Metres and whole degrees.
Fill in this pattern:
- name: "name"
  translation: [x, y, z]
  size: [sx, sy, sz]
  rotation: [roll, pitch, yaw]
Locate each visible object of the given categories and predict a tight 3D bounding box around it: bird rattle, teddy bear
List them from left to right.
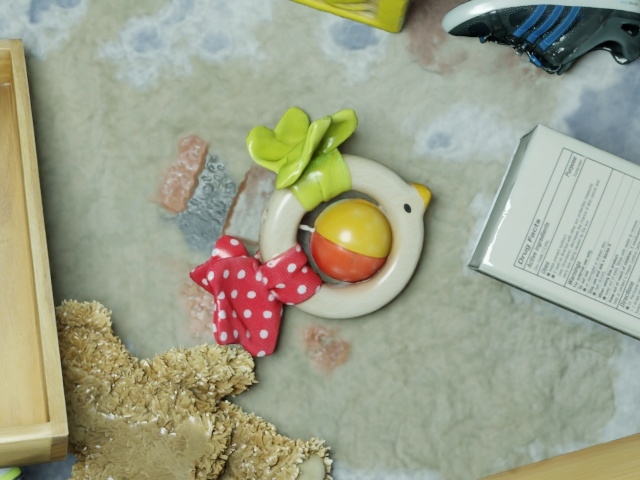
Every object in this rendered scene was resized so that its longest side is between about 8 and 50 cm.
- name: "teddy bear"
  translation: [-0.152, 0.201, 1.147]
  size: [0.337, 0.113, 0.245]
  rotation: [16, 97, -6]
- name: "bird rattle"
  translation: [0.000, 0.000, 1.138]
  size: [0.206, 0.143, 0.254]
  rotation: [16, 91, -16]

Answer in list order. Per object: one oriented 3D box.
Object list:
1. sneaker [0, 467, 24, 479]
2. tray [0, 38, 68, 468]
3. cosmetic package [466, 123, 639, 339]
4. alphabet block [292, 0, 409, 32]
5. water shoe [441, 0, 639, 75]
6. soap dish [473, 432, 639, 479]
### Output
- name: "sneaker"
  translation: [-0.365, 0.218, 1.106]
  size: [0.234, 0.084, 0.097]
  rotation: [-19, 99, 33]
- name: "tray"
  translation: [-0.352, 0.005, 1.058]
  size: [0.202, 0.076, 0.411]
  rotation: [-5, 61, -17]
- name: "cosmetic package"
  translation: [0.307, 0.017, 1.131]
  size: [0.296, 0.129, 0.153]
  rotation: [24, 89, 1]
- name: "alphabet block"
  translation: [0.021, -0.333, 1.117]
  size: [0.193, 0.192, 0.197]
  rotation: [18, 87, 3]
- name: "water shoe"
  translation: [0.223, -0.204, 1.168]
  size: [0.203, 0.073, 0.080]
  rotation: [-4, 90, 0]
- name: "soap dish"
  translation: [0.282, 0.346, 1.122]
  size: [0.228, 0.118, 0.291]
  rotation: [-15, 89, -1]
